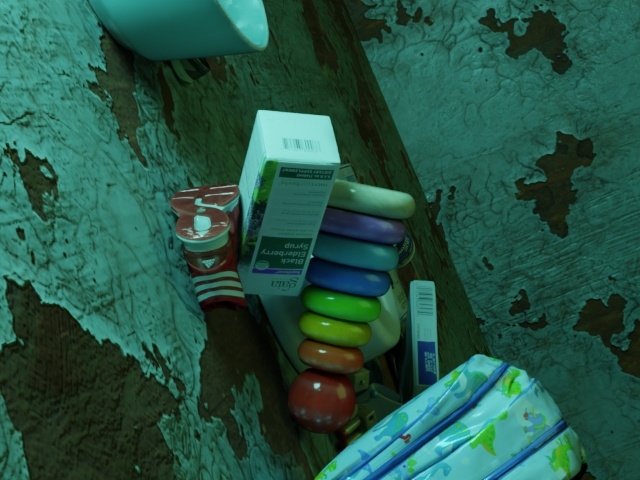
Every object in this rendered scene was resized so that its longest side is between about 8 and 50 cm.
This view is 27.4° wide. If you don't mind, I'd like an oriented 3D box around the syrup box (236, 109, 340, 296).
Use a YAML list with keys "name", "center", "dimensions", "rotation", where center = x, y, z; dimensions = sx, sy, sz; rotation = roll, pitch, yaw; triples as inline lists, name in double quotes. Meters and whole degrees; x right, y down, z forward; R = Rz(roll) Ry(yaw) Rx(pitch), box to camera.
- name: "syrup box"
  center: [-0.052, -0.041, 1.631]
  dimensions: [0.096, 0.093, 0.237]
  rotation: [-102, -158, -45]

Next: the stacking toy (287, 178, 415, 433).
- name: "stacking toy"
  center: [0.026, 0.089, 1.713]
  dimensions: [0.141, 0.141, 0.330]
  rotation: [-5, 107, -77]

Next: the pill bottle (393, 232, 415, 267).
- name: "pill bottle"
  center: [0.108, -0.003, 2.171]
  dimensions: [0.120, 0.067, 0.067]
  rotation: [43, 28, -59]

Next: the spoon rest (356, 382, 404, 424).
- name: "spoon rest"
  center: [0.105, 0.291, 1.977]
  dimensions: [0.084, 0.137, 0.276]
  rotation: [42, 6, -20]

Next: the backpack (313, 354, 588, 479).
- name: "backpack"
  center: [0.130, 0.295, 1.497]
  dimensions: [0.273, 0.355, 0.290]
  rotation: [70, 13, 13]

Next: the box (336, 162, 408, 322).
- name: "box"
  center: [0.054, 0.018, 2.262]
  dimensions: [0.169, 0.087, 0.290]
  rotation: [-24, 91, -77]

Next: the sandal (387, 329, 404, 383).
- name: "sandal"
  center: [0.147, 0.215, 2.421]
  dimensions: [0.254, 0.054, 0.097]
  rotation: [60, 4, 11]

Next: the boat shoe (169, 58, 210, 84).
- name: "boat shoe"
  center: [-0.202, -0.294, 1.826]
  dimensions: [0.152, 0.049, 0.056]
  rotation: [63, 14, -18]

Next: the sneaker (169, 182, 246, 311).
- name: "sneaker"
  center: [-0.134, 0.014, 1.582]
  dimensions: [0.221, 0.087, 0.128]
  rotation: [-81, 166, -71]

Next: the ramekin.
- name: "ramekin"
  center: [0.010, 0.061, 1.901]
  dimensions: [0.277, 0.135, 0.277]
  rotation: [60, 14, -27]

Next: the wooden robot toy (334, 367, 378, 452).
- name: "wooden robot toy"
  center: [0.036, 0.251, 1.882]
  dimensions: [0.079, 0.076, 0.173]
  rotation: [27, -42, 45]

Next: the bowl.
- name: "bowl"
  center: [-0.204, -0.353, 1.660]
  dimensions: [0.311, 0.163, 0.311]
  rotation: [-22, 90, -77]

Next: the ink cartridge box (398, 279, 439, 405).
- name: "ink cartridge box"
  center: [0.162, 0.220, 2.172]
  dimensions: [0.224, 0.045, 0.223]
  rotation: [95, -2, -48]
